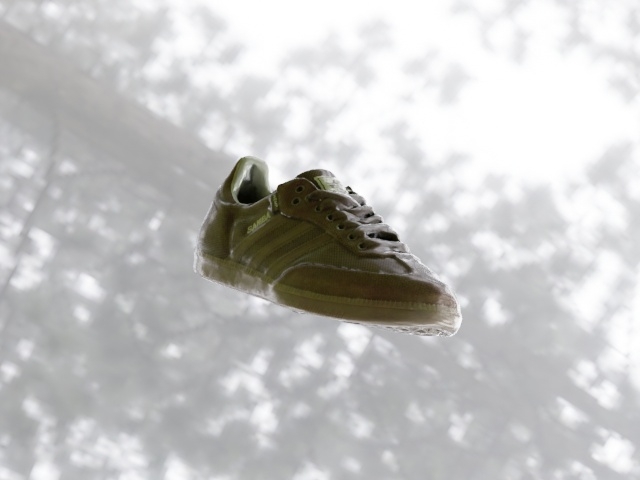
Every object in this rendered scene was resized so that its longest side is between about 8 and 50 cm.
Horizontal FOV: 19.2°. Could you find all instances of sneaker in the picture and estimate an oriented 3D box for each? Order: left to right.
[{"bbox_3d":[0.000,0.000,0.951,0.188,0.066,0.071,14,-87,48],"label":"sneaker"}]
